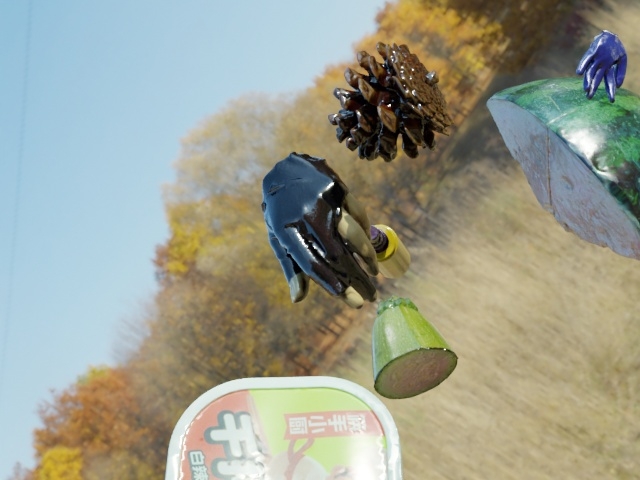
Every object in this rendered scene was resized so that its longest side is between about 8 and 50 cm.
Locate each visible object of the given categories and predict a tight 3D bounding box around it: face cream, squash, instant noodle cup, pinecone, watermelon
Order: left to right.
[{"bbox_3d":[-0.032,0.351,1.115,0.294,0.294,0.307,-55,-24,-30],"label":"instant noodle cup"},{"bbox_3d":[0.126,0.015,1.881,0.078,0.078,0.273,-57,-19,-3],"label":"face cream"},{"bbox_3d":[0.108,-0.212,1.492,0.207,0.208,0.208,-56,-4,-5],"label":"pinecone"},{"bbox_3d":[0.096,0.108,1.115,0.105,0.105,0.132,-60,36,40],"label":"squash"},{"bbox_3d":[0.449,-0.143,1.425,0.222,0.292,0.319,-28,9,-7],"label":"watermelon"}]

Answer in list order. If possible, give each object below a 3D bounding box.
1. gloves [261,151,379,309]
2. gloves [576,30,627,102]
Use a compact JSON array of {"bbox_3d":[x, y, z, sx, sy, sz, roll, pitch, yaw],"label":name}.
[{"bbox_3d":[-0.006,-0.005,1.595,0.197,0.301,0.152,-42,-18,16],"label":"gloves"},{"bbox_3d":[0.334,-0.202,1.090,0.086,0.064,0.026,-61,18,-20],"label":"gloves"}]
